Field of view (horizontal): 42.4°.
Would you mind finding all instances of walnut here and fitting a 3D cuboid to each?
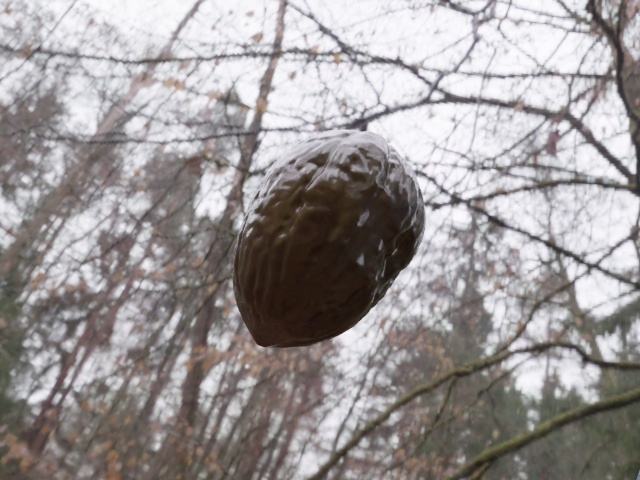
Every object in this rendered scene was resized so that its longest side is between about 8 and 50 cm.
[{"bbox_3d":[0.002,0.001,0.780,0.178,0.230,0.178,29,-17,9],"label":"walnut"}]

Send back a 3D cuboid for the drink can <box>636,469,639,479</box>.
[{"bbox_3d":[0.231,0.191,0.503,0.097,0.097,0.235,18,-86,4],"label":"drink can"}]
